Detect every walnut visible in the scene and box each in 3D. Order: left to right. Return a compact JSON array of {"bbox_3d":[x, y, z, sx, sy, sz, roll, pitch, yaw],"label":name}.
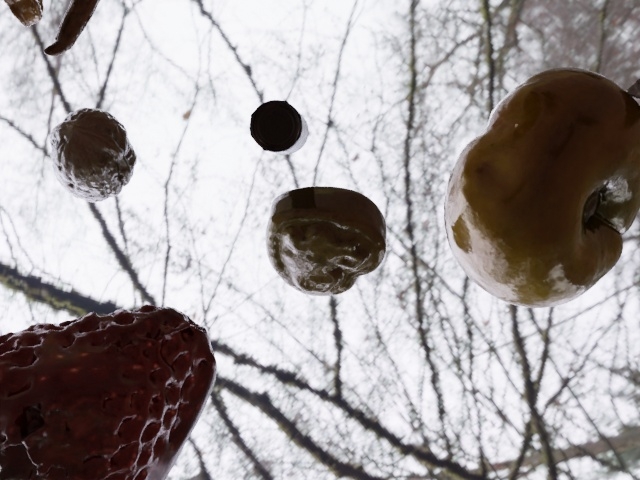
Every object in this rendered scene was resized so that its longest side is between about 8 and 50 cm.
[{"bbox_3d":[-0.463,-0.178,1.669,0.178,0.230,0.178,0,-110,0],"label":"walnut"}]

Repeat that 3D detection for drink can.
[{"bbox_3d":[-0.074,-0.210,1.555,0.097,0.097,0.235,36,-175,0],"label":"drink can"}]

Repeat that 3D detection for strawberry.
[{"bbox_3d":[-0.313,0.223,1.155,0.345,0.295,0.317,-40,-71,-27],"label":"strawberry"}]

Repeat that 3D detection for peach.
[{"bbox_3d":[0.239,-0.049,0.849,0.251,0.251,0.153,-23,-137,-37],"label":"peach"}]

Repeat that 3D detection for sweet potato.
[{"bbox_3d":[-0.311,-0.330,1.096,0.050,0.050,0.214,19,-115,-14],"label":"sweet potato"}]

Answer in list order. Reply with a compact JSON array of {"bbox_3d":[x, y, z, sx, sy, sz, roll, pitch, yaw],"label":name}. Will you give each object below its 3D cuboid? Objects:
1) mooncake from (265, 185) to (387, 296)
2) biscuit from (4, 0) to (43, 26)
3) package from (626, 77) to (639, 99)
[{"bbox_3d":[0.000,0.000,1.572,0.235,0.234,0.117,22,-137,-12],"label":"mooncake"},{"bbox_3d":[-0.378,-0.373,0.907,0.044,0.288,0.202,-20,-136,3],"label":"biscuit"},{"bbox_3d":[0.430,-0.193,0.848,0.173,0.171,0.027,-47,-58,-14],"label":"package"}]
